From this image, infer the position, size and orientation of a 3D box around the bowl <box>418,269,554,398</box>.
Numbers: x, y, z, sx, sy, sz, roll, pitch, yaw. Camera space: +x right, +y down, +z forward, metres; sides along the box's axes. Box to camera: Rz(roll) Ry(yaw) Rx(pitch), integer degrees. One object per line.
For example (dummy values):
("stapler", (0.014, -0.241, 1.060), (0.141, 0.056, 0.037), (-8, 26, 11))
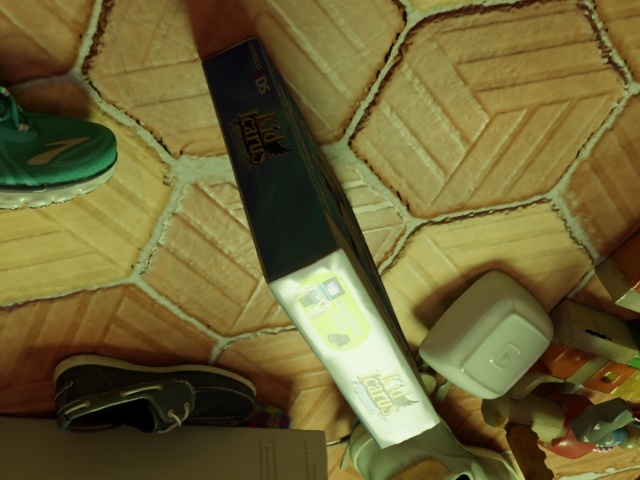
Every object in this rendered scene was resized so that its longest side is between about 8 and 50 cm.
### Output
("bowl", (0.201, 0.118, 1.117), (0.142, 0.053, 0.142), (-49, 130, 6))

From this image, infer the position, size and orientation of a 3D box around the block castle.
("block castle", (0.420, 0.185, 1.095), (0.213, 0.303, 0.453), (18, 127, -32))

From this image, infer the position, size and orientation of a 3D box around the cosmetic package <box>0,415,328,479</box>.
("cosmetic package", (-0.184, 0.331, 1.088), (0.385, 0.217, 0.156), (4, 134, -7))

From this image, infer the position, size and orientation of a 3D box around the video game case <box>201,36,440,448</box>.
("video game case", (0.000, 0.000, 0.807), (0.061, 0.269, 0.244), (-25, 136, 5))

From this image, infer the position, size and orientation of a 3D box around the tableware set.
("tableware set", (0.086, 0.211, 1.211), (0.128, 0.039, 0.194), (-13, 143, -21))

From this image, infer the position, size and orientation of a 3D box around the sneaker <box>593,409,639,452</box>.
("sneaker", (0.419, 0.259, 1.359), (0.119, 0.047, 0.057), (-9, 119, -12))

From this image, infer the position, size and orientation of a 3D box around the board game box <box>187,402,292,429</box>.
("board game box", (-0.107, 0.267, 1.209), (0.133, 0.033, 0.169), (5, 132, -21))

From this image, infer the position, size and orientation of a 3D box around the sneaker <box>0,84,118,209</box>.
("sneaker", (-0.286, -0.099, 0.750), (0.275, 0.107, 0.110), (12, 120, -26))

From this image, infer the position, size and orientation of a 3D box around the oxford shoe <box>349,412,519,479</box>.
("oxford shoe", (0.172, 0.343, 1.281), (0.169, 0.130, 0.449), (-34, 144, 7))

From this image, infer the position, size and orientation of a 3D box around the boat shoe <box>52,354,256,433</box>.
("boat shoe", (-0.179, 0.185, 1.077), (0.233, 0.079, 0.084), (9, 129, -26))
